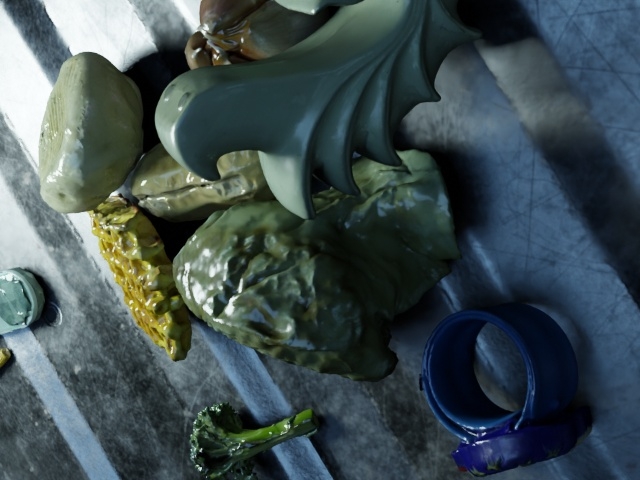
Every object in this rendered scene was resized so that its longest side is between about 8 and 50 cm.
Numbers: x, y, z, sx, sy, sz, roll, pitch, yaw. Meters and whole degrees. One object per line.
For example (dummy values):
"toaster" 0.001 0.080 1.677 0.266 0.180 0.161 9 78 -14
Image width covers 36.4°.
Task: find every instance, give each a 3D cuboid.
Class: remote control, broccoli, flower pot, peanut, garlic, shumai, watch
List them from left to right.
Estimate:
"remote control" -0.567 0.111 1.668 0.247 0.052 0.104 -15 99 32
"peanut" -0.135 -0.096 1.312 0.290 0.130 0.130 -14 98 34
"broccoli" -0.095 0.290 1.437 0.204 0.118 0.122 -16 66 17
"garlic" -0.062 -0.269 1.200 0.160 0.191 0.214 35 111 -4
"shumai" 0.000 0.000 1.202 0.330 0.292 0.289 22 92 29
"flower pot" 0.006 -0.204 1.071 0.368 0.254 0.164 -59 30 3
"watch" 0.218 0.180 1.189 0.196 0.171 0.200 -21 79 34

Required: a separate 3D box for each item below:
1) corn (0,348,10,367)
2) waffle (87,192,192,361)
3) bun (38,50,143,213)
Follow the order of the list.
"corn" -0.576 0.218 1.720 0.027 0.028 0.083 43 123 -13
"waffle" -0.256 0.035 1.380 0.309 0.065 0.283 53 159 25
"bun" -0.319 -0.147 1.377 0.231 0.133 0.231 -30 55 55
